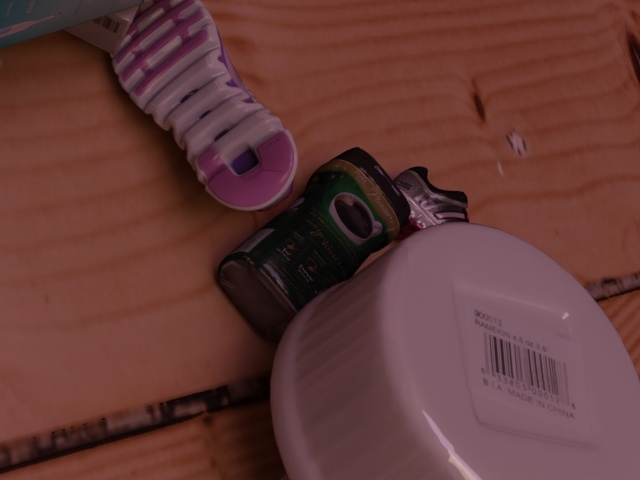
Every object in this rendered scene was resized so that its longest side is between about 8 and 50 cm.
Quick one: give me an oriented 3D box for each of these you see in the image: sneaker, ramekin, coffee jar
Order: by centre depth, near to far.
[{"bbox_3d":[0.114,0.120,0.750,0.277,0.135,0.277,19,49,-24],"label":"ramekin"},{"bbox_3d":[-0.095,-0.113,0.858,0.095,0.104,0.236,-35,72,2],"label":"sneaker"},{"bbox_3d":[0.000,0.000,0.883,0.096,0.079,0.184,51,54,-9],"label":"coffee jar"},{"bbox_3d":[0.129,-0.009,0.985,0.170,0.063,0.075,41,61,-10],"label":"sneaker"}]

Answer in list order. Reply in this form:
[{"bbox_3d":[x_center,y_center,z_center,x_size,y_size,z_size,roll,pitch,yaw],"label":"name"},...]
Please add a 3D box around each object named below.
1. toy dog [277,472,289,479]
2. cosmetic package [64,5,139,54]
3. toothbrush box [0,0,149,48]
[{"bbox_3d":[0.033,0.267,0.796,0.220,0.161,0.334,18,49,-25],"label":"toy dog"},{"bbox_3d":[-0.249,-0.249,0.792,0.239,0.060,0.099,26,62,-14],"label":"cosmetic package"},{"bbox_3d":[-0.220,-0.258,0.676,0.216,0.126,0.295,50,44,8],"label":"toothbrush box"}]
